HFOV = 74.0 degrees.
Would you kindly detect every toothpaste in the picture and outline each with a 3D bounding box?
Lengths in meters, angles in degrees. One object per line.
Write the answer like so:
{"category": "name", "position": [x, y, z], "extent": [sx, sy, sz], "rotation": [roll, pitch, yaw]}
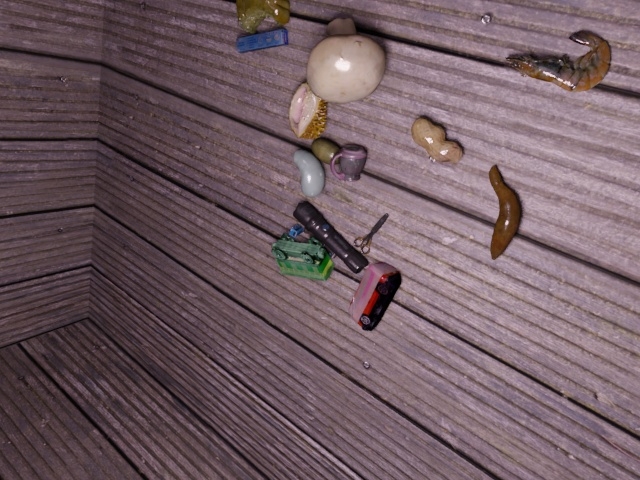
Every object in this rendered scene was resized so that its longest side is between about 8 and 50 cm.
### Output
{"category": "toothpaste", "position": [-0.268, -0.910, 1.942], "extent": [0.272, 0.053, 0.066], "rotation": [6, 109, 32]}

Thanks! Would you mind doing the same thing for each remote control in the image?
{"category": "remote control", "position": [0.000, 0.000, 1.993], "extent": [0.212, 0.028, 0.059], "rotation": [42, 122, 19]}

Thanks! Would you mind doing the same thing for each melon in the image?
{"category": "melon", "position": [0.025, -0.387, 1.838], "extent": [0.162, 0.099, 0.099], "rotation": [37, 119, 27]}

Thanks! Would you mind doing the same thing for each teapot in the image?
{"category": "teapot", "position": [0.123, -0.312, 1.769], "extent": [0.116, 0.148, 0.145], "rotation": [24, 127, 32]}

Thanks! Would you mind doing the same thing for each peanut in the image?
{"category": "peanut", "position": [0.428, -0.367, 1.580], "extent": [0.104, 0.086, 0.227], "rotation": [-46, 76, 22]}

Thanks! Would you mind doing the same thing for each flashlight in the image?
{"category": "flashlight", "position": [0.044, -0.012, 1.915], "extent": [0.424, 0.103, 0.103], "rotation": [44, 122, 16]}

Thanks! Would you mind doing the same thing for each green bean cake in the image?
{"category": "green bean cake", "position": [-0.260, -1.046, 1.858], "extent": [0.236, 0.124, 0.232], "rotation": [1, 102, 33]}

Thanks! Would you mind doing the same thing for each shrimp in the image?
{"category": "shrimp", "position": [0.747, -0.579, 1.336], "extent": [0.296, 0.058, 0.169], "rotation": [29, 109, 21]}

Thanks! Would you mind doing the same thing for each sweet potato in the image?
{"category": "sweet potato", "position": [0.648, -0.094, 1.502], "extent": [0.109, 0.079, 0.345], "rotation": [4, 101, 46]}

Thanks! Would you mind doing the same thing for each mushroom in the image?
{"category": "mushroom", "position": [0.088, -0.710, 1.636], "extent": [0.315, 0.315, 0.335], "rotation": [-19, 69, 36]}

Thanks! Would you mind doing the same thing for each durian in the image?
{"category": "durian", "position": [-0.044, -0.554, 1.829], "extent": [0.183, 0.138, 0.249], "rotation": [18, 104, 62]}

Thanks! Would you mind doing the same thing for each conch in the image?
{"category": "conch", "position": [-0.046, -0.302, 1.882], "extent": [0.121, 0.185, 0.220], "rotation": [-17, 108, -6]}

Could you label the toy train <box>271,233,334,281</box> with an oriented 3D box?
{"category": "toy train", "position": [-0.087, 0.079, 1.979], "extent": [0.301, 0.120, 0.202], "rotation": [6, 138, 33]}

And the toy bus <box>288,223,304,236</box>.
{"category": "toy bus", "position": [-0.115, -0.047, 2.027], "extent": [0.046, 0.083, 0.038], "rotation": [30, 117, 12]}

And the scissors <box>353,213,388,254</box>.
{"category": "scissors", "position": [0.227, -0.035, 1.839], "extent": [0.088, 0.017, 0.220], "rotation": [47, 122, 17]}

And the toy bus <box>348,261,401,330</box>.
{"category": "toy bus", "position": [0.232, 0.240, 1.837], "extent": [0.147, 0.128, 0.302], "rotation": [39, 121, 27]}
